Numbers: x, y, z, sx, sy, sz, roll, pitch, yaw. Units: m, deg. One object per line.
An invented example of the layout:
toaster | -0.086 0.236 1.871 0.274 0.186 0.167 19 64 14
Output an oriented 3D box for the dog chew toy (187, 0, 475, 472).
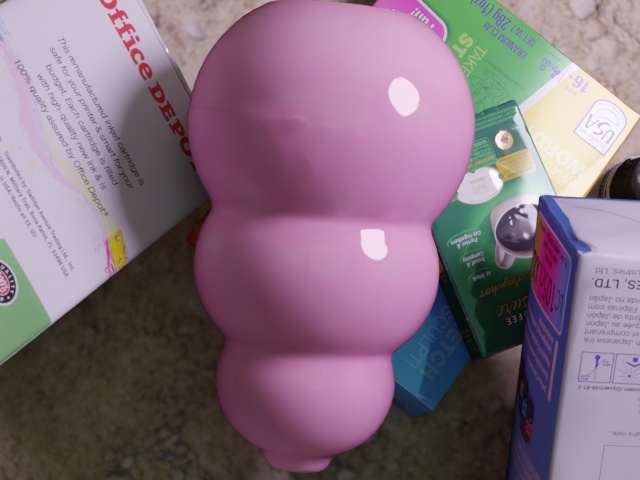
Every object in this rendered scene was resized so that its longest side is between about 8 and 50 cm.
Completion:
dog chew toy | 0.000 0.000 1.049 0.206 0.206 0.332 5 93 -10

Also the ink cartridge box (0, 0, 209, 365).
ink cartridge box | -0.222 -0.056 1.040 0.278 0.117 0.201 -42 110 -43

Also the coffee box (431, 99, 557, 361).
coffee box | 0.137 -0.007 1.154 0.113 0.040 0.184 -22 83 -14

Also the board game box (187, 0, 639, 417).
board game box | 0.081 -0.051 1.208 0.242 0.064 0.316 38 74 -2

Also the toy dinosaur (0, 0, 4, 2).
toy dinosaur | -0.259 -0.181 1.184 0.183 0.053 0.093 -24 69 -23

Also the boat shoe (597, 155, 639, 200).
boat shoe | 0.398 -0.040 1.248 0.306 0.105 0.113 8 77 -10

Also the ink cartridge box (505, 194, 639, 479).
ink cartridge box | 0.279 0.179 1.083 0.269 0.151 0.396 4 107 -2
